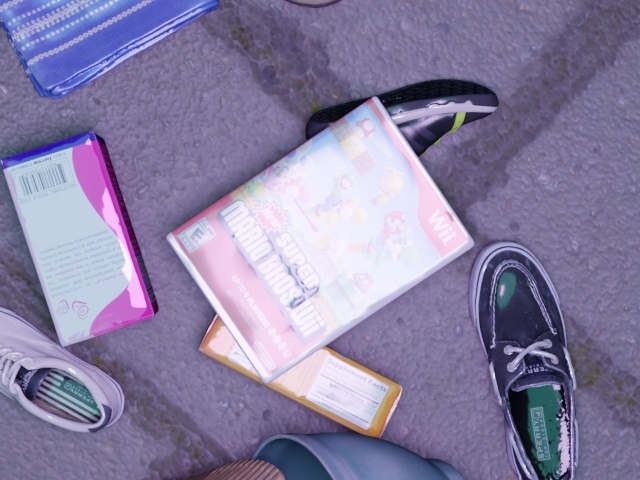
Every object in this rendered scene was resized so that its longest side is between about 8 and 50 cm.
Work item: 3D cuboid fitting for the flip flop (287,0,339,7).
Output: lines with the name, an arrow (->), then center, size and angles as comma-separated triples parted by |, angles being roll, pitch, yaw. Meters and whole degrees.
flip flop -> -0.053, -0.394, 1.651 | 0.112, 0.080, 0.277 | -26, 92, -2

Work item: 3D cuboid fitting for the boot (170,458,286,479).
boot -> -0.092, 0.360, 1.613 | 0.090, 0.248, 0.206 | -29, 98, -44

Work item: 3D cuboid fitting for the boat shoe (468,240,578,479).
boat shoe -> 0.242, 0.149, 1.663 | 0.108, 0.102, 0.301 | -8, 92, -2

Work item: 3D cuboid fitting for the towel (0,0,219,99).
towel -> -0.297, -0.360, 1.663 | 0.243, 0.040, 0.336 | -30, 92, -2

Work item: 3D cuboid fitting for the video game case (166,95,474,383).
video game case -> 0.000, 0.000, 1.611 | 0.285, 0.025, 0.204 | -34, 91, 0

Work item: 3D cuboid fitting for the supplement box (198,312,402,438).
supplement box -> -0.023, 0.148, 1.666 | 0.233, 0.078, 0.080 | 30, 87, -3

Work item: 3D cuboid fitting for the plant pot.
plant pot -> 0.063, 0.344, 1.593 | 0.196, 0.293, 0.293 | -7, 92, -28

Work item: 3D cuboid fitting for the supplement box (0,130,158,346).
supplement box -> -0.271, -0.002, 1.635 | 0.111, 0.114, 0.220 | -18, 91, -3

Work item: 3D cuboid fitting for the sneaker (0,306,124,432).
sneaker -> -0.345, 0.140, 1.645 | 0.258, 0.091, 0.094 | 24, 90, -3

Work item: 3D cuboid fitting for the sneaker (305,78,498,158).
sneaker -> 0.095, -0.122, 1.676 | 0.235, 0.084, 0.097 | -12, 112, 1
